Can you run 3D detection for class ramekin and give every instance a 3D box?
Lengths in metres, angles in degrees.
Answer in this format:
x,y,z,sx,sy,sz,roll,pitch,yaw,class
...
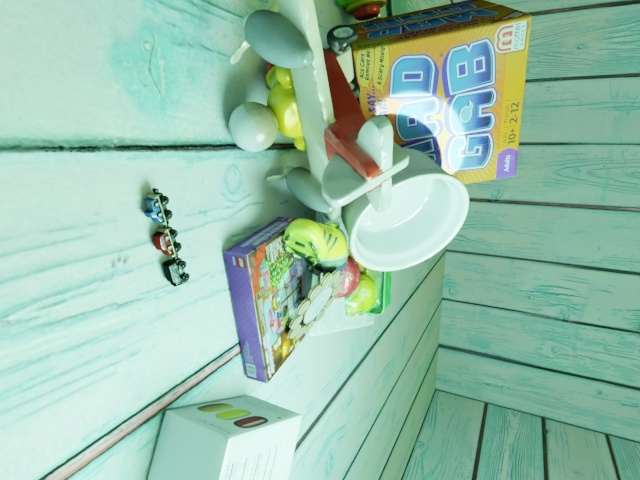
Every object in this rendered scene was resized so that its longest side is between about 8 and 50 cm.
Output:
x,y,z,sx,sy,sz,roll,pitch,yaw,class
0.176,-0.071,0.919,0.277,0.277,0.135,66,1,-47,ramekin

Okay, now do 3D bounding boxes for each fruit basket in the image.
x,y,z,sx,sy,sz,roll,pitch,yaw,class
0.071,0.085,1.128,0.353,0.165,0.327,7,84,-50,fruit basket

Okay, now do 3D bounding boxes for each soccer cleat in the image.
x,y,z,sx,sy,sz,roll,pitch,yaw,class
-0.001,0.000,0.859,0.121,0.093,0.289,-65,160,-12,soccer cleat

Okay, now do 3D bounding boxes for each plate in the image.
x,y,z,sx,sy,sz,roll,pitch,yaw,class
0.270,-0.839,1.434,0.188,0.024,0.188,-28,122,-60,plate

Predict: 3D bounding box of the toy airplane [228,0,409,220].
x,y,z,sx,sy,sz,roll,pitch,yaw,class
-0.022,-0.200,0.710,0.384,0.272,0.386,-117,-167,-79,toy airplane

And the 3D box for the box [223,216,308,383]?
x,y,z,sx,sy,sz,roll,pitch,yaw,class
-0.100,0.119,0.863,0.201,0.057,0.293,-43,133,-56,box

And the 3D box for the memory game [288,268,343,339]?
x,y,z,sx,sy,sz,roll,pitch,yaw,class
-0.009,0.141,0.893,0.186,0.012,0.186,-45,157,-25,memory game

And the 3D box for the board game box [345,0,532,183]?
x,y,z,sx,sy,sz,roll,pitch,yaw,class
0.271,-0.370,1.044,0.356,0.356,0.356,-90,169,-54,board game box

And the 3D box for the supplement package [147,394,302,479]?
x,y,z,sx,sy,sz,roll,pitch,yaw,class
-0.156,0.371,0.718,0.244,0.139,0.134,31,70,-63,supplement package

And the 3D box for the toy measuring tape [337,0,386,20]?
x,y,z,sx,sy,sz,roll,pitch,yaw,class
0.146,-0.660,1.111,0.330,0.121,0.122,-34,126,-57,toy measuring tape

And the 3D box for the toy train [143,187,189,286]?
x,y,z,sx,sy,sz,roll,pitch,yaw,class
-0.231,0.000,0.604,0.036,0.027,0.158,-34,127,-44,toy train
